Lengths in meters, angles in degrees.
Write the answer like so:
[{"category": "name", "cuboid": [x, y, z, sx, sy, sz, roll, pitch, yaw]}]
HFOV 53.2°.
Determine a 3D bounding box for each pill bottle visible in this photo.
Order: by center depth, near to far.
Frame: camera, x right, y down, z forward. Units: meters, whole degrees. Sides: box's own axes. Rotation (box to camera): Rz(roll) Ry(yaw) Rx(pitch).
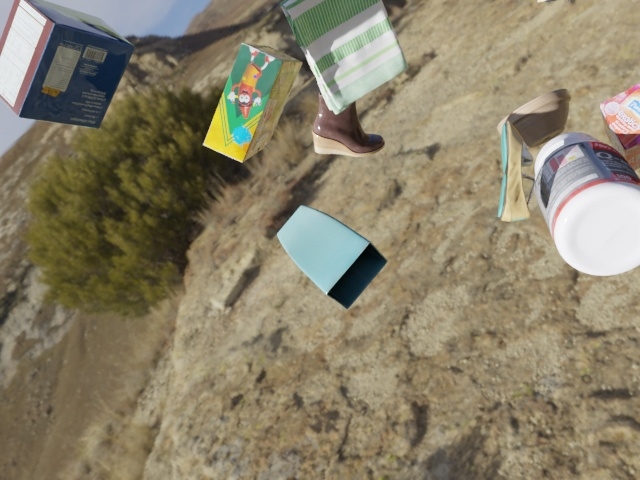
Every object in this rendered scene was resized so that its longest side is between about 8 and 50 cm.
[{"category": "pill bottle", "cuboid": [0.592, -0.099, 1.411, 0.210, 0.210, 0.363, -35, 20, 23]}]

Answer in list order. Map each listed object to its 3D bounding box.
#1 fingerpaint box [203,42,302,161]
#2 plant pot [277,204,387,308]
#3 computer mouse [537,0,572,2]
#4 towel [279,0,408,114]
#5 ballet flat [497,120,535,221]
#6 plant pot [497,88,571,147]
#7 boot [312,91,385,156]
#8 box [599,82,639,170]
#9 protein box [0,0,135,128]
[{"category": "fingerpaint box", "cuboid": [-0.238, -0.511, 2.328, 0.445, 0.163, 0.371, -67, 1, -72]}, {"category": "plant pot", "cuboid": [0.016, 0.025, 1.633, 0.234, 0.165, 0.165, 40, 89, 28]}, {"category": "computer mouse", "cuboid": [0.622, -0.723, 1.826, 0.262, 0.060, 0.184, 8, 55, 24]}, {"category": "towel", "cuboid": [0.069, -0.512, 1.617, 0.248, 0.324, 0.038, -33, 37, -3]}, {"category": "ballet flat", "cuboid": [0.424, -0.148, 1.378, 0.080, 0.073, 0.232, 64, -148, -71]}, {"category": "plant pot", "cuboid": [0.690, -0.368, 2.011, 0.237, 0.109, 0.237, -25, -11, -5]}, {"category": "boot", "cuboid": [0.100, -0.368, 1.989, 0.249, 0.206, 0.090, -5, 38, -17]}, {"category": "box", "cuboid": [0.756, -0.265, 1.516, 0.123, 0.128, 0.257, -27, -18, 21]}, {"category": "protein box", "cuboid": [-0.529, -0.358, 1.306, 0.200, 0.136, 0.201, -4, -49, -59]}]
